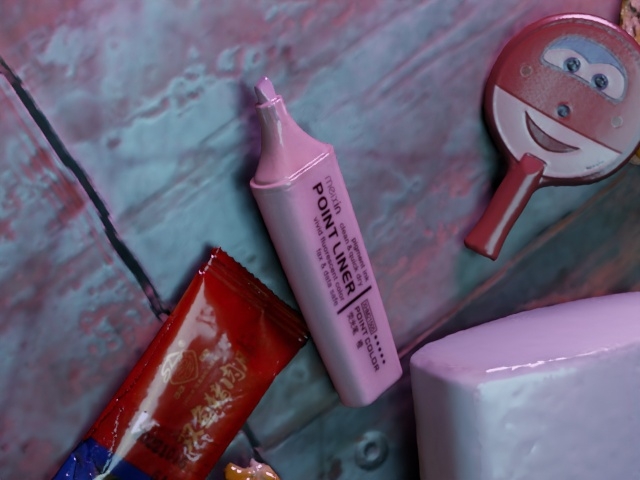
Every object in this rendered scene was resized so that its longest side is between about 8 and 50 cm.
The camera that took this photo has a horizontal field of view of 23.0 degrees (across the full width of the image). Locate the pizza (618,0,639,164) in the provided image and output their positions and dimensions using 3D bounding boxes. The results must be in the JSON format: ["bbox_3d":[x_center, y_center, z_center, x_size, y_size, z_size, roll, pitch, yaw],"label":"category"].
[{"bbox_3d":[0.229,-0.095,0.949,0.161,0.062,0.182,-38,117,-9],"label":"pizza"}]

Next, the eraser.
[{"bbox_3d":[0.154,0.190,0.947,0.189,0.104,0.290,-11,106,-22],"label":"eraser"}]

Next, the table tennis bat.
[{"bbox_3d":[0.131,-0.059,0.914,0.098,0.019,0.155,30,96,-2],"label":"table tennis bat"}]

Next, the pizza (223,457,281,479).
[{"bbox_3d":[-0.012,0.212,0.872,0.069,0.154,0.194,-30,93,1],"label":"pizza"}]

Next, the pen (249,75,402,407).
[{"bbox_3d":[0.000,0.000,0.862,0.053,0.032,0.197,-38,118,-34],"label":"pen"}]

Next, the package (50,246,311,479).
[{"bbox_3d":[-0.085,0.106,0.851,0.083,0.022,0.200,40,80,-29],"label":"package"}]
